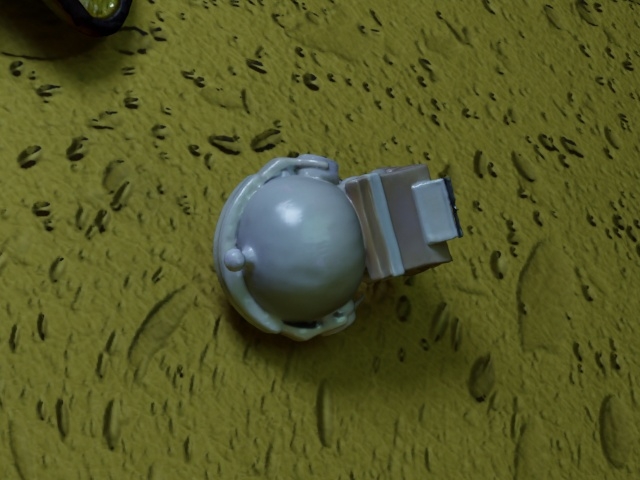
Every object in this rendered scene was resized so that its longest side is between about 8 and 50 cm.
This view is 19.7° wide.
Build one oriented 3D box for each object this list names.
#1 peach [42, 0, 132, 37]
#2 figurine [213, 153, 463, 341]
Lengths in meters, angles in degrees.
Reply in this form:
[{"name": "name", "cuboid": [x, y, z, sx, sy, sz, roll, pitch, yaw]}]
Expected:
[{"name": "peach", "cuboid": [-0.249, -0.306, 1.645, 0.189, 0.068, 0.279, 21, 54, -58]}, {"name": "figurine", "cuboid": [0.002, 0.000, 1.627, 0.237, 0.141, 0.162, -18, 95, -33]}]
